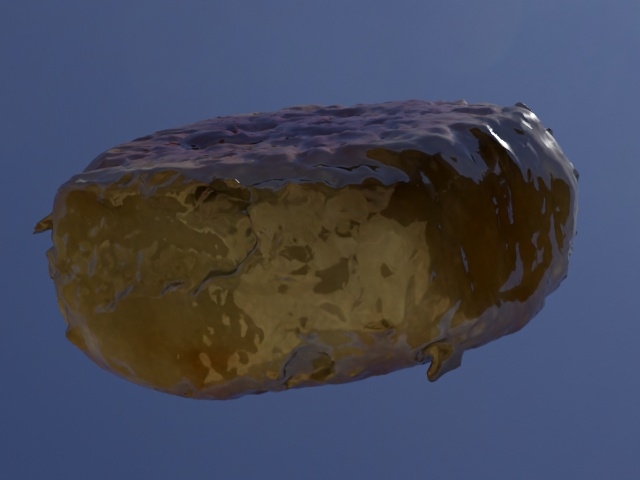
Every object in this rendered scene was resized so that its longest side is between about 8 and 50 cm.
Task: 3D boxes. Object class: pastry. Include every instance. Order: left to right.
[{"bbox_3d":[0.000,0.000,0.657,0.182,0.192,0.093,-2,-79,28],"label":"pastry"}]
